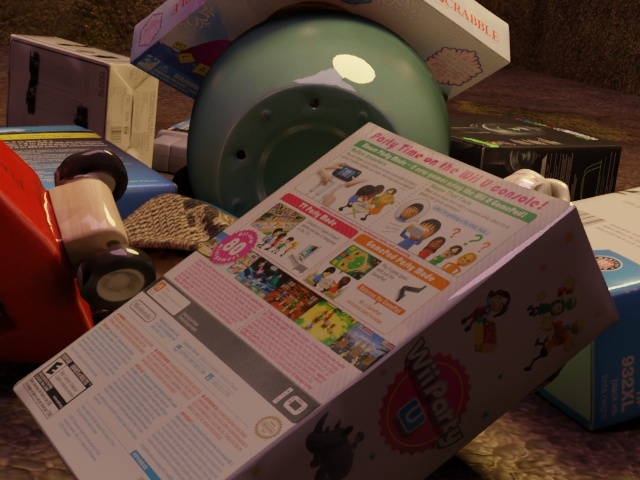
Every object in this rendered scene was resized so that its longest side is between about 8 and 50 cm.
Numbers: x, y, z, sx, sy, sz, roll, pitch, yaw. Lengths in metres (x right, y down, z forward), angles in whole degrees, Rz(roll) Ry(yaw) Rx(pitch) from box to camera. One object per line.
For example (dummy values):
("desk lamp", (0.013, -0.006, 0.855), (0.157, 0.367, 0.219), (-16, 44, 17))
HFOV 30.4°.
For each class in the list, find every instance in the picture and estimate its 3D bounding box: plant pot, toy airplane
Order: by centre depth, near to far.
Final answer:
("toy airplane", (-0.330, -0.037, 0.838), (0.272, 0.384, 0.386), (-31, 2, 9))
("plant pot", (-0.005, -0.083, 1.201), (0.293, 0.293, 0.235), (7, 14, 1))

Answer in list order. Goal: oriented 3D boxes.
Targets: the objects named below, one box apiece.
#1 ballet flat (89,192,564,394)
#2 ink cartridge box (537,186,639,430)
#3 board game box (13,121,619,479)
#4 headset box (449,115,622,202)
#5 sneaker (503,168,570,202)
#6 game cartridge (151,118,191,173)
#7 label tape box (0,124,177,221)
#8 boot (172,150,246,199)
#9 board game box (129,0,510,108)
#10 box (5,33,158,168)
("ballet flat", (-0.038, 0.070, 0.955), (0.483, 0.164, 0.182), (13, 37, 44))
("ink cartridge box", (0.316, 0.041, 1.090), (0.307, 0.129, 0.223), (-12, 19, -19))
("board game box", (-0.011, 0.068, 0.717), (0.303, 0.097, 0.224), (-37, 32, -14))
("headset box", (0.239, -0.098, 1.694), (0.283, 0.131, 0.246), (-4, 17, -32))
("sneaker", (0.170, 0.001, 1.246), (0.114, 0.152, 0.305), (20, 21, 35))
("game cartridge", (-0.119, -0.154, 1.901), (0.230, 0.068, 0.355), (13, 16, 9))
("label tape box", (-0.330, -0.042, 1.259), (0.249, 0.115, 0.348), (-5, 16, -27))
("boot", (-0.058, -0.076, 1.482), (0.179, 0.085, 0.236), (-2, -6, -38))
("board game box", (-0.001, -0.230, 1.378), (0.319, 0.066, 0.318), (27, -40, -34))
("box", (-0.369, -0.211, 1.789), (0.087, 0.169, 0.290), (-8, 19, -43))
